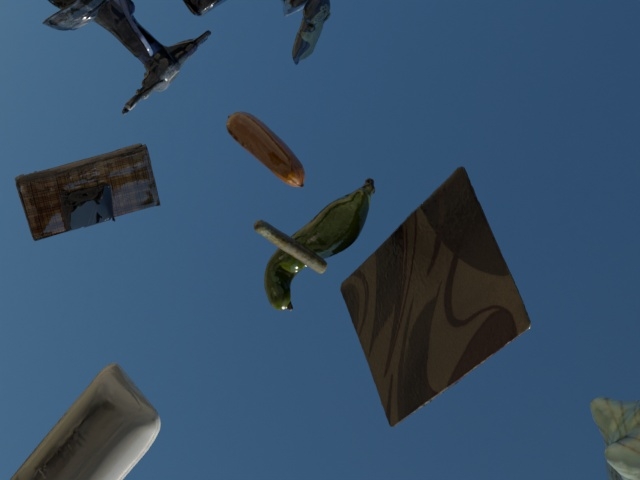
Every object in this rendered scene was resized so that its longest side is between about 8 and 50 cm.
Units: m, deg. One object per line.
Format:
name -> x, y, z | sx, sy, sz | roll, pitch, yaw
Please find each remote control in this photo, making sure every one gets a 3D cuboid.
remote control -> -0.304, 0.276, 1.240 | 0.313, 0.055, 0.109 | -49, -125, 2

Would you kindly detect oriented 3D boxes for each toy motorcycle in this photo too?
toy motorcycle -> -0.163, -0.312, 1.399 | 0.213, 0.358, 0.125 | 64, -6, -6

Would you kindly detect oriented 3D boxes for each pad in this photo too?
pad -> 0.131, 0.080, 1.437 | 0.330, 0.004, 0.220 | -48, -125, 49

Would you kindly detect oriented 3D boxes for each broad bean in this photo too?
broad bean -> 0.000, 0.000, 1.493 | 0.070, 0.048, 0.214 | 40, -92, 12

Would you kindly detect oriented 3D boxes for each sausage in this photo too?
sausage -> -0.087, -0.149, 1.797 | 0.183, 0.062, 0.054 | 44, -51, 26

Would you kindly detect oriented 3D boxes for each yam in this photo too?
yam -> -0.037, 0.008, 1.418 | 0.021, 0.116, 0.021 | -37, -146, 30

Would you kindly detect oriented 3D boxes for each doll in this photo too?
doll -> -0.013, -0.255, 1.386 | 0.027, 0.037, 0.125 | 44, -27, 12

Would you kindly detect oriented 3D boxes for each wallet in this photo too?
wallet -> -0.399, -0.084, 1.958 | 0.042, 0.230, 0.124 | -139, -145, -61

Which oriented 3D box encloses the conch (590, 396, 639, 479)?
conch -> 0.235, 0.137, 0.734 | 0.137, 0.114, 0.234 | 38, -70, 21
